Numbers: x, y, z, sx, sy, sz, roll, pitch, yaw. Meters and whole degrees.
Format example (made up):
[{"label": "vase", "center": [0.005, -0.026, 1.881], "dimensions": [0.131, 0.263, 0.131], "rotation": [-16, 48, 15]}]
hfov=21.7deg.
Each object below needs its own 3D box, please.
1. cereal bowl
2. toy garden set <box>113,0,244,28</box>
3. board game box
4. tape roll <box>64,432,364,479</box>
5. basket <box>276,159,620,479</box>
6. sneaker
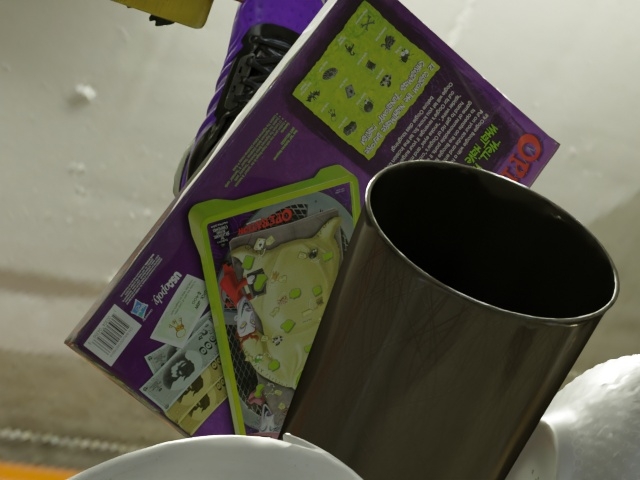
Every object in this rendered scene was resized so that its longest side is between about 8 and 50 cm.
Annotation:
[{"label": "cereal bowl", "center": [0.221, 0.247, 1.395], "dimensions": [0.141, 0.339, 0.339], "rotation": [21, -68, -13]}, {"label": "toy garden set", "center": [-0.122, -0.168, 0.727], "dimensions": [0.204, 0.244, 0.049], "rotation": [17, -62, -6]}, {"label": "board game box", "center": [0.000, 0.000, 1.219], "dimensions": [0.208, 0.056, 0.347], "rotation": [40, -103, -11]}, {"label": "tape roll", "center": [-0.073, 0.219, 0.739], "dimensions": [0.286, 0.286, 0.100], "rotation": [-31, -59, -5]}, {"label": "basket", "center": [0.058, 0.091, 0.994], "dimensions": [0.154, 0.204, 0.227], "rotation": [26, -66, 7]}, {"label": "sneaker", "center": [-0.052, -0.134, 1.590], "dimensions": [0.102, 0.146, 0.293], "rotation": [19, -78, -11]}]
